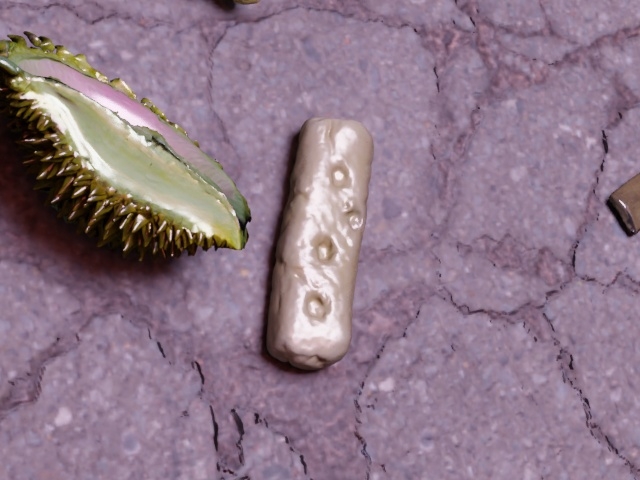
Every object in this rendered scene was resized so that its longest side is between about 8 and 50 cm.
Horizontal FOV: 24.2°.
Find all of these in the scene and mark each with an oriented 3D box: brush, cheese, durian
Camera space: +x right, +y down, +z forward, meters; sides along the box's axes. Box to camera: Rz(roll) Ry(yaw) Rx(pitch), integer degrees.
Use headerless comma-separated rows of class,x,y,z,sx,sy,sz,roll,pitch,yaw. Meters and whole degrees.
brush,0.340,-0.086,1.275,0.248,0.036,0.043,-34,85,-26
cheese,0.000,0.000,1.114,0.065,0.043,0.194,12,73,-13
durian,-0.153,-0.057,1.040,0.220,0.137,0.095,41,99,-12

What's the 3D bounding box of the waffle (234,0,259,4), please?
waffle,-0.079,-0.336,1.168,0.281,0.058,0.301,21,70,-14
